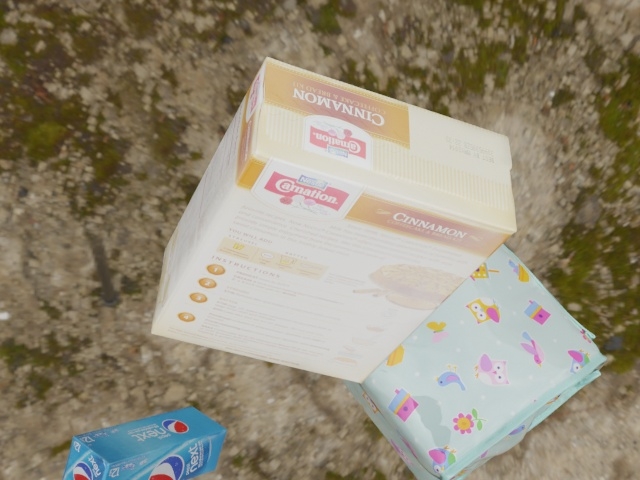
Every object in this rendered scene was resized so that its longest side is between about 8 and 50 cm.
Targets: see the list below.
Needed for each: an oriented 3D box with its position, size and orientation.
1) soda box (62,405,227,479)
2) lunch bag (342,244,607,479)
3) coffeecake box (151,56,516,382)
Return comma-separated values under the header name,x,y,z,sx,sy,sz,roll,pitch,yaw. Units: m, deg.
name,x,y,z,sx,sy,sz,roll,pitch,yaw
soda box,-0.220,0.273,1.242,0.071,0.210,0.067,26,108,32
lunch bag,0.175,0.136,1.149,0.262,0.160,0.223,-35,69,-15
coffeecake box,0.000,0.000,0.554,0.142,0.185,0.068,16,52,-17
